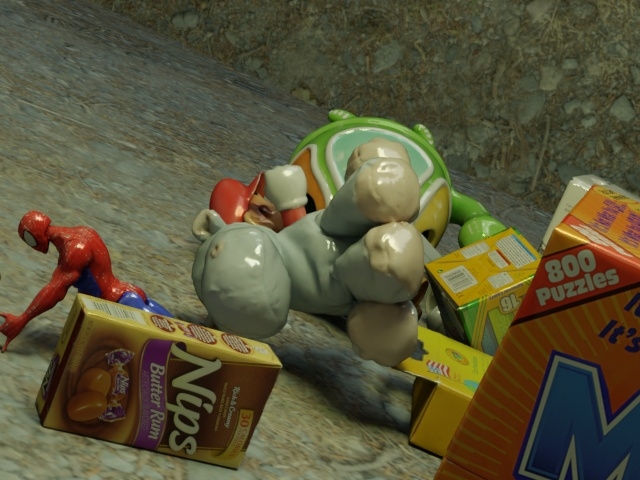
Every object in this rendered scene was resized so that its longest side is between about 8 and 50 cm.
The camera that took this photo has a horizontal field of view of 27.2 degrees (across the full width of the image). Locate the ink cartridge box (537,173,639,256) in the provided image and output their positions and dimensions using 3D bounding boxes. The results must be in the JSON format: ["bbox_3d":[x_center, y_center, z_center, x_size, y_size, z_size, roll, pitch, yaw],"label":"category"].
[{"bbox_3d":[0.397,0.045,2.047,0.115,0.273,0.198,27,14,17],"label":"ink cartridge box"}]

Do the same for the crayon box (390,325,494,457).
[{"bbox_3d":[0.215,0.206,1.507,0.318,0.081,0.202,24,13,1],"label":"crayon box"}]

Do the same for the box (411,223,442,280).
[{"bbox_3d":[0.073,0.013,1.786,0.145,0.038,0.186,48,-28,-1],"label":"box"}]

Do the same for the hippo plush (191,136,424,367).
[{"bbox_3d":[-0.023,0.003,1.450,0.236,0.234,0.294,1,12,-6],"label":"hippo plush"}]

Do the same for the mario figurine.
[{"bbox_3d":[0.000,0.000,1.744,0.320,0.198,0.170,31,27,14],"label":"mario figurine"}]

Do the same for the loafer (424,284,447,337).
[{"bbox_3d":[0.210,0.086,1.921,0.111,0.112,0.319,32,13,0],"label":"loafer"}]

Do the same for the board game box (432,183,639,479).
[{"bbox_3d":[0.287,0.201,1.029,0.356,0.356,0.356,26,13,11],"label":"board game box"}]

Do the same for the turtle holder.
[{"bbox_3d":[0.094,-0.034,1.991,0.320,0.243,0.227,39,22,-14],"label":"turtle holder"}]

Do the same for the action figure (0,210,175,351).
[{"bbox_3d":[-0.199,0.093,1.266,0.280,0.139,0.091,44,7,-9],"label":"action figure"}]

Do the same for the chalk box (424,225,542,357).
[{"bbox_3d":[0.238,0.117,1.685,0.132,0.213,0.132,-24,29,-5],"label":"chalk box"}]

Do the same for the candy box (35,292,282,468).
[{"bbox_3d":[-0.140,0.124,1.155,0.186,0.109,0.053,16,14,-25],"label":"candy box"}]
